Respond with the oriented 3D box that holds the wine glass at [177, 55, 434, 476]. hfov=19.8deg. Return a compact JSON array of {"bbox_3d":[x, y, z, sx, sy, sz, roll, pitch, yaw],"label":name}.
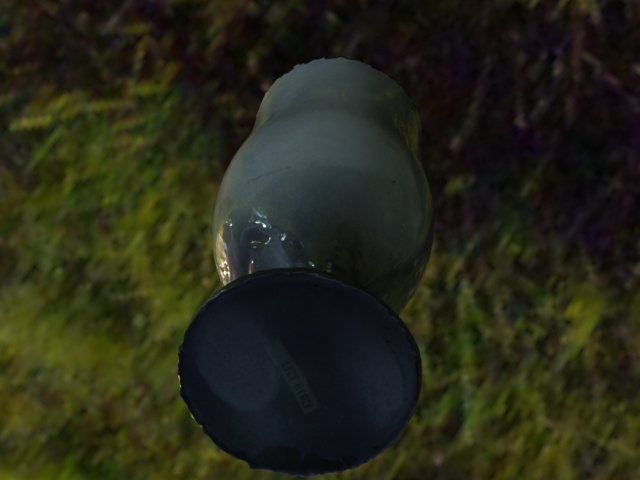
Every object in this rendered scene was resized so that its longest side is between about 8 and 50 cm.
[{"bbox_3d":[0.000,0.000,0.733,0.093,0.202,0.093,2,118,3],"label":"wine glass"}]
